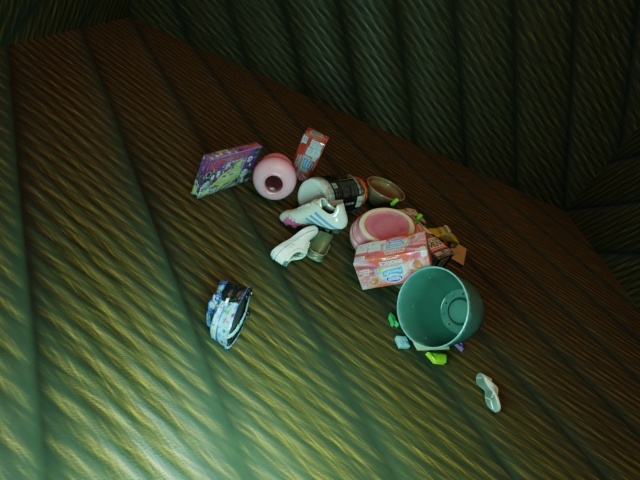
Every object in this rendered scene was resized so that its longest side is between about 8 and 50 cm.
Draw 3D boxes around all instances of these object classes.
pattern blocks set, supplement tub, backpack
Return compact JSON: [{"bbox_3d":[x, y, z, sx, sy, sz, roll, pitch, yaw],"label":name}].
[{"bbox_3d":[0.419,0.368,1.680,0.325,0.026,0.285,16,34,-15],"label":"pattern blocks set"},{"bbox_3d":[0.070,-0.221,2.088,0.338,0.207,0.207,-15,51,-45],"label":"supplement tub"},{"bbox_3d":[-0.285,0.230,1.280,0.117,0.158,0.173,17,45,0],"label":"backpack"}]

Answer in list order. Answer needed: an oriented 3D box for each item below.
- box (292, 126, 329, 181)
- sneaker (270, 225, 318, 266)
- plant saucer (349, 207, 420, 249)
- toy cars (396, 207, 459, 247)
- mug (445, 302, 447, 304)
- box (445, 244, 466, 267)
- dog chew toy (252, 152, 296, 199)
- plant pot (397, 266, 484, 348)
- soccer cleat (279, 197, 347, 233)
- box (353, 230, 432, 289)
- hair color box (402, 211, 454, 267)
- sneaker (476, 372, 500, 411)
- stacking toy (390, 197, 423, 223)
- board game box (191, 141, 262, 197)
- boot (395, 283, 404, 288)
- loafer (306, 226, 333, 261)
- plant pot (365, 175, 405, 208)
[{"bbox_3d":[-0.065,-0.452,2.267,0.128,0.257,0.122,25,35,-2],"label":"box"},{"bbox_3d":[-0.088,0.028,1.739,0.091,0.094,0.258,46,53,11],"label":"sneaker"},{"bbox_3d":[0.301,-0.043,1.950,0.332,0.084,0.332,0,43,0],"label":"plant saucer"},{"bbox_3d":[0.595,-0.088,2.355,0.394,0.087,0.176,33,33,18],"label":"toy cars"},{"bbox_3d":[0.578,0.267,1.916,0.064,0.078,0.062,18,66,2],"label":"mug"},{"bbox_3d":[0.716,0.055,2.324,0.164,0.021,0.201,31,34,6],"label":"box"},{"bbox_3d":[-0.217,-0.331,2.060,0.207,0.206,0.332,19,26,-12],"label":"dog chew toy"},{"bbox_3d":[0.478,0.258,1.603,0.235,0.293,0.293,14,33,-43],"label":"plant pot"},{"bbox_3d":[-0.033,-0.127,1.853,0.331,0.143,0.116,8,29,25],"label":"soccer cleat"},{"bbox_3d":[0.302,0.082,1.748,0.300,0.142,0.154,-12,28,17],"label":"box"},{"bbox_3d":[0.492,0.002,2.166,0.174,0.105,0.347,-13,49,-45],"label":"hair color box"},{"bbox_3d":[0.627,0.553,1.545,0.061,0.053,0.152,18,33,-19],"label":"sneaker"},{"bbox_3d":[0.379,-0.080,2.106,0.167,0.221,0.052,40,13,23],"label":"stacking toy"},{"bbox_3d":[-0.412,-0.319,1.891,0.056,0.208,0.347,36,35,14],"label":"board game box"},{"bbox_3d":[0.402,0.123,1.948,0.115,0.112,0.305,43,35,-20],"label":"boot"},{"bbox_3d":[0.000,0.000,1.843,0.094,0.087,0.251,23,33,-5],"label":"loafer"},{"bbox_3d":[0.353,-0.256,2.421,0.237,0.109,0.237,18,33,-12],"label":"plant pot"}]
